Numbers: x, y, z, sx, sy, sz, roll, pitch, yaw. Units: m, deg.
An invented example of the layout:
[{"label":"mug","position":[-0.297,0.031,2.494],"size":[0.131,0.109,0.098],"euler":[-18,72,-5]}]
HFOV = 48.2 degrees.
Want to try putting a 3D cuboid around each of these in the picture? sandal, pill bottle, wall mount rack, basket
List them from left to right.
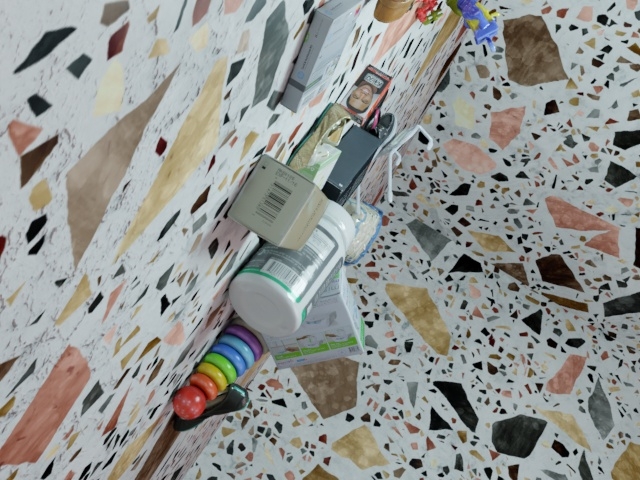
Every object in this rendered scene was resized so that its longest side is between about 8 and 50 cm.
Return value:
[{"label":"pill bottle","position":[-0.061,0.060,1.849],"size":[0.361,0.204,0.204],"euler":[-52,171,-40]},{"label":"basket","position":[0.116,-0.040,2.641],"size":[0.254,0.201,0.289],"euler":[-57,150,0]},{"label":"sandal","position":[0.173,-0.390,2.230],"size":[0.179,0.040,0.067],"euler":[-58,174,3]},{"label":"wall mount rack","position":[0.225,-0.249,2.439],"size":[0.304,0.130,0.350],"euler":[-48,-167,-27]}]

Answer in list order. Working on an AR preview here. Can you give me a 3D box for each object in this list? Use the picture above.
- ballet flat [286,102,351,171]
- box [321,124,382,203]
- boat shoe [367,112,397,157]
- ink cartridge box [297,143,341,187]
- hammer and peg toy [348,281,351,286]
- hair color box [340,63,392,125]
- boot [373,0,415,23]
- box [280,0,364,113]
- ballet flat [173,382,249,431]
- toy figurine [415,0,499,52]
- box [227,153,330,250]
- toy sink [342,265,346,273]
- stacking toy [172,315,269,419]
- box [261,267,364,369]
[{"label":"ballet flat","position":[0.003,-0.222,1.606],"size":[0.206,0.067,0.073],"euler":[-56,174,-16]},{"label":"box","position":[0.053,-0.181,2.041],"size":[0.261,0.103,0.184],"euler":[-52,174,-41]},{"label":"boat shoe","position":[0.178,-0.348,2.371],"size":[0.228,0.080,0.076],"euler":[-52,149,-16]},{"label":"ink cartridge box","position":[-0.043,-0.123,1.806],"size":[0.235,0.056,0.171],"euler":[-63,172,25]},{"label":"hammer and peg toy","position":[-0.031,0.184,2.392],"size":[0.361,0.266,0.127],"euler":[5,98,-77]},{"label":"hair color box","position":[0.111,-0.360,1.765],"size":[0.141,0.072,0.043],"euler":[-56,174,-19]},{"label":"boot","position":[0.211,-0.558,1.397],"size":[0.283,0.109,0.220],"euler":[-51,169,-37]},{"label":"box","position":[0.004,-0.328,1.243],"size":[0.145,0.038,0.186],"euler":[-51,171,-50]},{"label":"ballet flat","position":[-0.338,0.473,2.085],"size":[0.280,0.096,0.095],"euler":[-25,-148,20]},{"label":"toy figurine","position":[0.404,-0.597,1.981],"size":[0.191,0.217,0.362],"euler":[-35,178,12]},{"label":"box","position":[-0.077,-0.069,1.486],"size":[0.148,0.121,0.311],"euler":[-59,173,2]},{"label":"toy sink","position":[-0.062,0.085,2.098],"size":[0.131,0.234,0.153],"euler":[-25,-149,40]},{"label":"stacking toy","position":[-0.285,0.367,1.997],"size":[0.330,0.141,0.141],"euler":[-48,169,-34]},{"label":"box","position":[-0.031,0.222,2.001],"size":[0.126,0.262,0.231],"euler":[-84,156,-56]}]
